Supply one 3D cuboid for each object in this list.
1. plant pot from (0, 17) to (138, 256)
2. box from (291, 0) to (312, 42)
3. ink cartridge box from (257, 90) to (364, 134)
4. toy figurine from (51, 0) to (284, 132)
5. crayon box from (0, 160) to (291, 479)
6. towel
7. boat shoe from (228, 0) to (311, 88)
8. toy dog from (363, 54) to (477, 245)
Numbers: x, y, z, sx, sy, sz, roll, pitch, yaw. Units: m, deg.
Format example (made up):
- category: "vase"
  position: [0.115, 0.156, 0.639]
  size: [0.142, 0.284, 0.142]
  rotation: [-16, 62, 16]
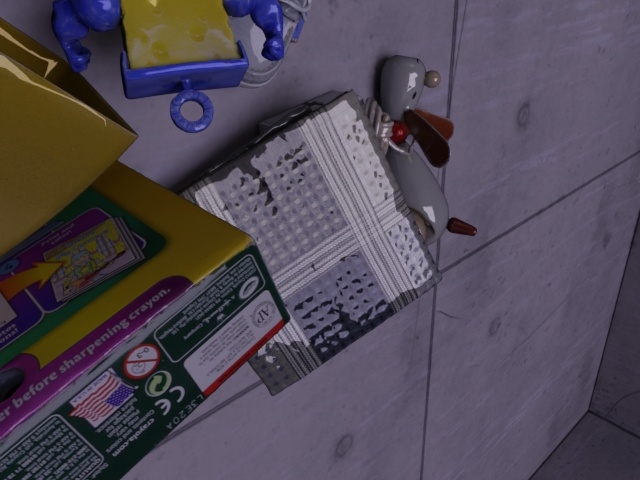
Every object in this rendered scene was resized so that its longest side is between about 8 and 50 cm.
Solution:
- category: "plant pot"
  position: [-0.307, -0.091, 0.406]
  size: [0.187, 0.212, 0.212]
  rotation: [-54, 138, 4]
- category: "box"
  position: [-0.041, -0.332, 0.680]
  size: [0.081, 0.028, 0.136]
  rotation: [14, 100, -47]
- category: "ink cartridge box"
  position: [-0.006, -0.139, 0.780]
  size: [0.150, 0.063, 0.109]
  rotation: [-32, 128, -32]
- category: "toy figurine"
  position: [-0.146, -0.193, 0.433]
  size: [0.362, 0.191, 0.218]
  rotation: [-14, 101, -20]
- category: "crayon box"
  position: [-0.262, 0.087, 0.441]
  size: [0.363, 0.313, 0.106]
  rotation: [-41, 133, -24]
- category: "towel"
  position: [-0.017, 0.005, 0.725]
  size: [0.312, 0.056, 0.325]
  rotation: [-33, 112, -11]
- category: "boat shoe"
  position: [-0.053, -0.331, 0.588]
  size: [0.118, 0.103, 0.321]
  rotation: [13, 98, -24]
- category: "toy dog"
  position: [0.177, -0.117, 0.881]
  size: [0.220, 0.160, 0.334]
  rotation: [-69, 156, -47]
